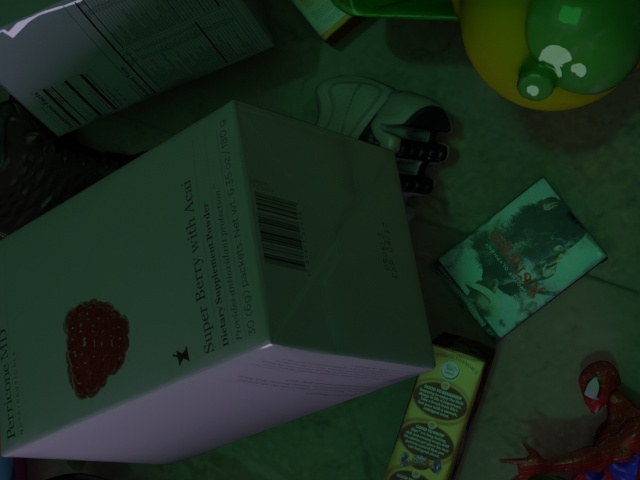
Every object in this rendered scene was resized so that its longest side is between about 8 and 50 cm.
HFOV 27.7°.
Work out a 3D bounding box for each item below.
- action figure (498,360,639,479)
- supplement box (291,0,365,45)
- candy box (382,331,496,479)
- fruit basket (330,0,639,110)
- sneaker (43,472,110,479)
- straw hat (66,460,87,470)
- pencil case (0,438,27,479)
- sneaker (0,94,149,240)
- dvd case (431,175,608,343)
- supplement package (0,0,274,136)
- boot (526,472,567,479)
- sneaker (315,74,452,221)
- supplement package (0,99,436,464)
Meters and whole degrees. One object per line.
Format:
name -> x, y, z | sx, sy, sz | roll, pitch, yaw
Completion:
action figure -> 0.222, 0.239, 1.029 | 0.139, 0.091, 0.280 | -12, 88, 0
supplement box -> 0.000, -0.223, 1.100 | 0.062, 0.036, 0.098 | -38, 83, 10
candy box -> 0.088, 0.172, 1.050 | 0.053, 0.109, 0.187 | 17, 95, 11
fruit basket -> 0.175, -0.247, 0.890 | 0.392, 0.392, 0.283 | 5, 106, 12
sneaker -> -0.077, 0.348, 0.993 | 0.169, 0.257, 0.447 | -43, 86, -15
straw hat -> -0.196, 0.123, 1.129 | 0.061, 0.144, 0.144 | -9, 88, -28
pencil case -> -0.306, 0.181, 1.139 | 0.104, 0.104, 0.236 | -3, 89, 12
sneaker -> -0.201, -0.072, 1.112 | 0.281, 0.106, 0.162 | -19, 84, 12
dvd case -> 0.165, 0.017, 1.081 | 0.119, 0.013, 0.087 | -38, 83, 11
supplement package -> -0.172, -0.229, 1.047 | 0.203, 0.149, 0.194 | -21, 60, 11
boot -> 0.257, 0.242, 0.940 | 0.213, 0.165, 0.077 | 45, 125, 39
sneaker -> 0.000, 0.000, 1.080 | 0.118, 0.110, 0.292 | 31, 100, 31
supplement package -> -0.092, 0.048, 0.968 | 0.293, 0.175, 0.177 | -26, 65, 37
